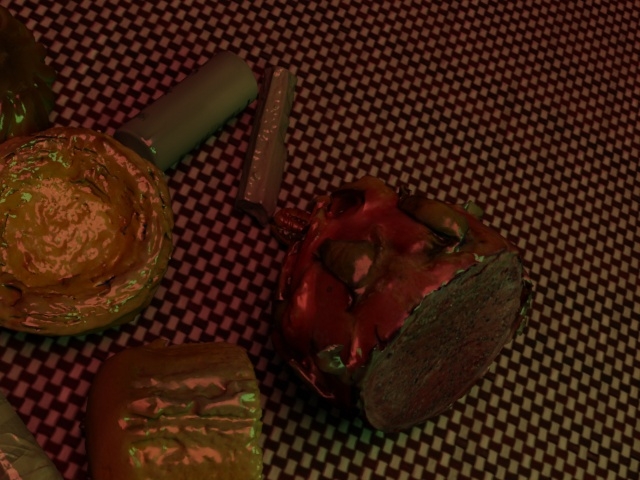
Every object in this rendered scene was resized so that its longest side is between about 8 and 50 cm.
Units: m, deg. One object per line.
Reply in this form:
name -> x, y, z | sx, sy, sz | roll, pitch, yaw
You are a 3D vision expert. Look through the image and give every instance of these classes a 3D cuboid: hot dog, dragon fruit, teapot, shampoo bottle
hot dog -> 0.001, -0.001, 1.308 | 0.144, 0.038, 0.062 | 26, 56, -6
dragon fruit -> 0.066, 0.047, 1.157 | 0.296, 0.314, 0.263 | -49, 56, 2
teapot -> -0.346, 0.235, 1.004 | 0.200, 0.077, 0.107 | 50, 17, 11
shampoo bottle -> -0.196, -0.158, 1.294 | 0.085, 0.085, 0.262 | 42, 57, 5

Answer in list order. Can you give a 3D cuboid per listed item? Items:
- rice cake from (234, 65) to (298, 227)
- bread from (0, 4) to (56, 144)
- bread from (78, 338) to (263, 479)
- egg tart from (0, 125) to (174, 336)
rice cake -> -0.072, -0.139, 1.352 | 0.057, 0.052, 0.256 | 34, 51, -34
bread -> -0.419, -0.204, 1.201 | 0.213, 0.104, 0.213 | 27, 50, -37
bread -> -0.167, 0.207, 1.061 | 0.204, 0.163, 0.262 | -4, 49, -10
egg tart -> -0.316, -0.009, 1.157 | 0.290, 0.107, 0.291 | 7, 66, -15
